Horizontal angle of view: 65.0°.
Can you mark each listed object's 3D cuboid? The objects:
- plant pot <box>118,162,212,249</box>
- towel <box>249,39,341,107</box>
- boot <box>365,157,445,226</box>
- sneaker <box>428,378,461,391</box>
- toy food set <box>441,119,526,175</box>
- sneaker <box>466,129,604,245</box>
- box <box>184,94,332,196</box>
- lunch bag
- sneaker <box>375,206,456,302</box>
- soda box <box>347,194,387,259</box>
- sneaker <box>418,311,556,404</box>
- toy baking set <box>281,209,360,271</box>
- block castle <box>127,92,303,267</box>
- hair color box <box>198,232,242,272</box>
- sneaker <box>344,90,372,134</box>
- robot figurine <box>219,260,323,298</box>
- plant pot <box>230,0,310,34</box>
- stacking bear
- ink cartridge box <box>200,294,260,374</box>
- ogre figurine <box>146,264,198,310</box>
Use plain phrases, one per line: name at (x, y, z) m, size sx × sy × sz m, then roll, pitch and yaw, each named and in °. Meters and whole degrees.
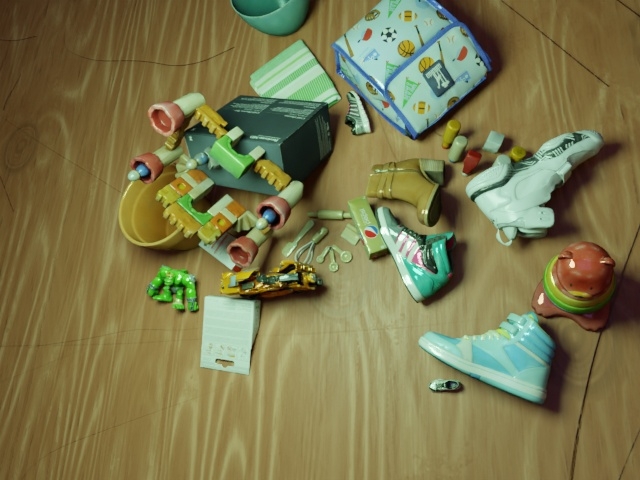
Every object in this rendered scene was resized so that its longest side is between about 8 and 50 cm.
plant pot at (-0.490, -0.088, 1.682) m, size 0.291 × 0.203 × 0.290 m, roll -7°, pitch 68°, yaw 19°
towel at (-0.097, -0.545, 1.790) m, size 0.248 × 0.038 × 0.324 m, roll -34°, pitch 62°, yaw 7°
boot at (0.233, -0.142, 1.432) m, size 0.220 × 0.109 × 0.283 m, roll 1°, pitch 48°, yaw 18°
sneaker at (0.318, 0.372, 1.297) m, size 0.083 × 0.037 × 0.031 m, roll -13°, pitch 69°, yaw 18°
toy food set at (0.457, -0.247, 1.451) m, size 0.233 × 0.104 × 0.111 m, roll 22°, pitch 66°, yaw 8°
sneaker at (0.593, -0.132, 1.323) m, size 0.366 × 0.137 × 0.210 m, roll -24°, pitch 72°, yaw 8°
box at (-0.185, -0.308, 1.578) m, size 0.344 × 0.178 × 0.312 m, roll 12°, pitch 39°, yaw 25°
lunch bag at (0.278, -0.542, 1.539) m, size 0.328 × 0.239 × 0.385 m, roll -41°, pitch 78°, yaw 3°
sneaker at (0.280, 0.004, 1.393) m, size 0.179 × 0.124 × 0.295 m, roll -29°, pitch 70°, yaw 14°
soda box at (0.138, -0.039, 1.485) m, size 0.058 × 0.061 × 0.181 m, roll -20°, pitch 69°, yaw -5°
sneaker at (0.424, 0.248, 1.254) m, size 0.319 × 0.127 × 0.208 m, roll 22°, pitch 82°, yaw 17°
toy baking set at (0.003, -0.006, 1.558) m, size 0.257 × 0.030 × 0.196 m, roll 7°, pitch 74°, yaw 23°
block castle at (-0.303, -0.154, 1.401) m, size 0.453 × 0.303 × 0.213 m, roll 41°, pitch 45°, yaw -3°
hair color box at (-0.311, 0.024, 1.657) m, size 0.167 × 0.053 × 0.093 m, roll 33°, pitch 87°, yaw 26°
sneaker at (0.107, -0.414, 1.645) m, size 0.075 × 0.063 × 0.170 m, roll -22°, pitch 70°, yaw 6°
robot figurine at (-0.141, 0.118, 1.475) m, size 0.291 × 0.211 × 0.084 m, roll -12°, pitch 75°, yaw 27°
plant pot at (-0.155, -0.868, 1.836) m, size 0.291 × 0.195 × 0.289 m, roll -7°, pitch 69°, yaw 18°
stacking bear at (0.592, 0.090, 1.149) m, size 0.176 × 0.289 × 0.164 m, roll 16°, pitch 78°, yaw 26°
ink cartridge box at (-0.281, 0.290, 1.563) m, size 0.181 × 0.056 × 0.224 m, roll 3°, pitch 91°, yaw 22°
ogre figurine at (-0.484, 0.152, 1.660) m, size 0.197 × 0.097 × 0.118 m, roll 17°, pitch 96°, yaw 41°
